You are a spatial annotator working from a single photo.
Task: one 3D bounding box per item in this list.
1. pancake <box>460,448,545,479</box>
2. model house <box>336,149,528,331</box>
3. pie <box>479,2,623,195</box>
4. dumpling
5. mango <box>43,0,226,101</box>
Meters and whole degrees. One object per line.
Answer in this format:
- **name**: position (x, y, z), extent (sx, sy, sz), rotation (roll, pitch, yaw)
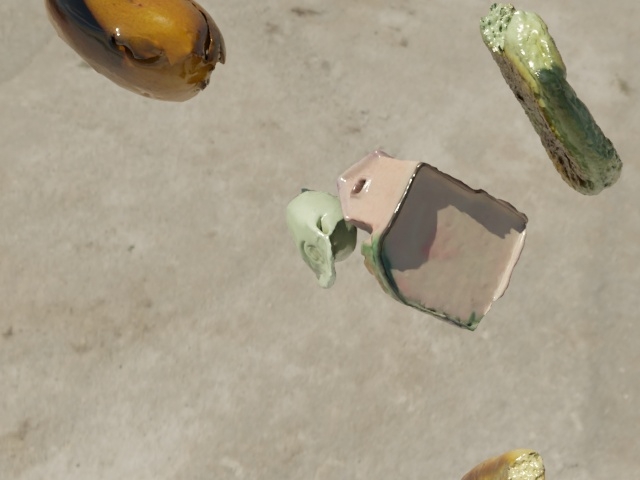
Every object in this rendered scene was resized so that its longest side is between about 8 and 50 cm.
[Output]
- **pancake**: position (0.199, 0.392, 1.286), extent (0.057, 0.266, 0.244), rotation (21, 65, -5)
- **model house**: position (0.138, -0.007, 1.544), extent (0.237, 0.202, 0.237), rotation (22, 0, -28)
- **pie**: position (0.312, -0.188, 1.371), extent (0.067, 0.302, 0.302), rotation (-33, 54, 5)
- **dumpling**: position (0.011, -0.010, 1.614), extent (0.108, 0.152, 0.219), rotation (-27, 28, 6)
- **mango**: position (-0.280, -0.319, 1.513), extent (0.287, 0.152, 0.201), rotation (35, 53, 1)
